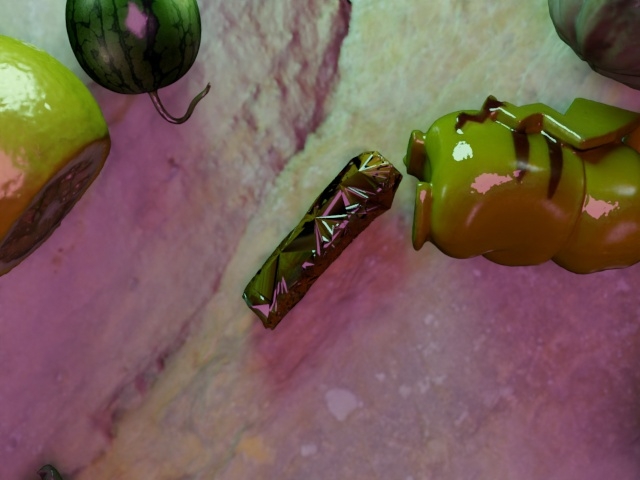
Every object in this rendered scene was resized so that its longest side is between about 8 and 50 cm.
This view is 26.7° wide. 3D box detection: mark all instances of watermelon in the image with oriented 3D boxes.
[{"bbox_3d":[-0.187,-0.205,1.395,0.141,0.140,0.187,-17,103,-4],"label":"watermelon"}]

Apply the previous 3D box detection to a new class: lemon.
[{"bbox_3d":[-0.347,-0.097,1.347,0.219,0.240,0.240,41,91,3],"label":"lemon"}]

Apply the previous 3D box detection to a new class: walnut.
[{"bbox_3d":[0.351,-0.270,1.422,0.224,0.224,0.224,-1,97,-6],"label":"walnut"}]

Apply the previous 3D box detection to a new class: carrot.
[{"bbox_3d":[-0.001,-0.001,1.480,0.069,0.069,0.228,41,92,-10],"label":"carrot"}]

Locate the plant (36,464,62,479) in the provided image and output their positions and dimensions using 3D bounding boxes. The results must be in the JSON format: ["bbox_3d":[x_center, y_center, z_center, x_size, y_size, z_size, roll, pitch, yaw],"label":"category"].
[{"bbox_3d":[-0.283,0.330,1.487,0.085,0.087,0.174,-30,106,-32],"label":"plant"}]

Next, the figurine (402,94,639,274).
[{"bbox_3d":[0.252,-0.060,1.456,0.327,0.218,0.169,12,136,-15],"label":"figurine"}]
